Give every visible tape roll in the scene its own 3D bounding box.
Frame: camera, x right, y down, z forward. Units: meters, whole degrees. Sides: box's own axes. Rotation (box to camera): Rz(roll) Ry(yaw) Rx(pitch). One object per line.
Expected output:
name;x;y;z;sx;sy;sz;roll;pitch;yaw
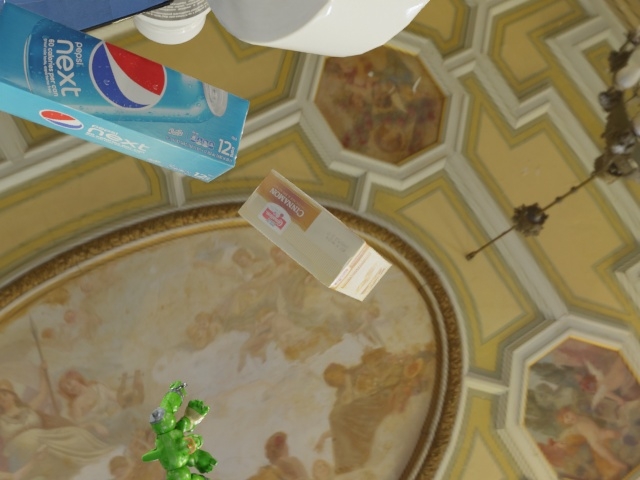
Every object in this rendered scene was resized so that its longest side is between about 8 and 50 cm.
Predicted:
tape roll;-0.002;-0.310;0.598;0.100;0.286;0.286;-4;-108;-40

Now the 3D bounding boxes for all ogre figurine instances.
ogre figurine;-0.234;0.345;1.142;0.097;0.118;0.197;1;-91;15

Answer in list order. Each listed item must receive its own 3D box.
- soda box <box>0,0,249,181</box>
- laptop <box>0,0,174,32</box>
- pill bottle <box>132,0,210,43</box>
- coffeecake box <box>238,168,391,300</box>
soda box;-0.173;-0.119;0.582;0.210;0.071;0.067;18;-105;-26
laptop;-0.394;-0.364;0.597;0.408;0.236;0.381;1;-111;-50
pill bottle;-0.234;-0.441;1.034;0.176;0.318;0.176;3;-107;-10
coffeecake box;0.000;0.000;0.838;0.142;0.185;0.068;39;-88;17
